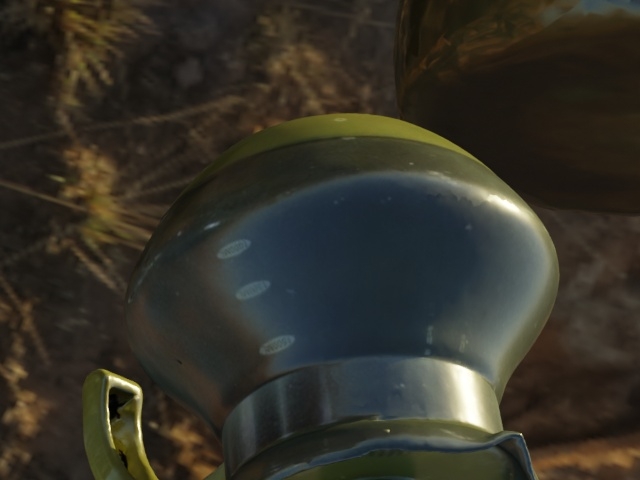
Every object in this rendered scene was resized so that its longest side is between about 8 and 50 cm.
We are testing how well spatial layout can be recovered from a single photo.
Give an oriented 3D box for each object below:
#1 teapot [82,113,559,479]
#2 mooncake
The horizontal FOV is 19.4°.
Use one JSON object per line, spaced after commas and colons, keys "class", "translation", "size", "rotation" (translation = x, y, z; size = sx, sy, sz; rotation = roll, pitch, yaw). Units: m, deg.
{"class": "teapot", "translation": [-0.005, 0.041, 0.557], "size": [0.130, 0.166, 0.119], "rotation": [29, 43, -44]}
{"class": "mooncake", "translation": [0.179, -0.127, 0.973], "size": [0.284, 0.284, 0.155], "rotation": [24, 64, -40]}
